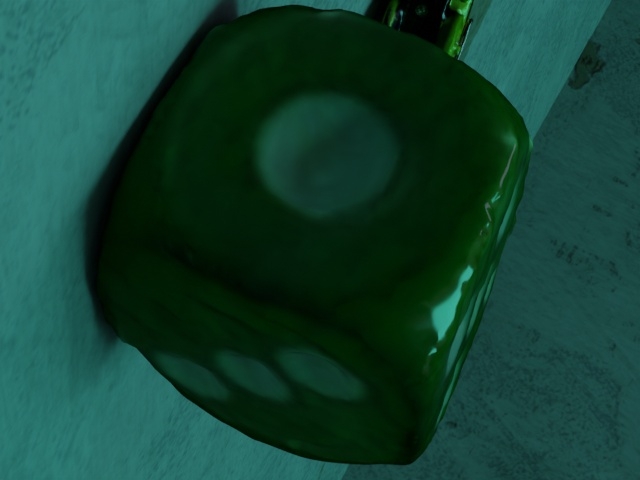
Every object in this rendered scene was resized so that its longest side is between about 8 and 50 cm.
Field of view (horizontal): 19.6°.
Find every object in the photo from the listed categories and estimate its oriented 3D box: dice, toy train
[{"bbox_3d":[0.000,0.000,1.558,0.300,0.297,0.287,91,23,-62],"label":"dice"},{"bbox_3d":[0.138,-0.308,2.030,0.160,0.100,0.296,-54,164,-70],"label":"toy train"}]
